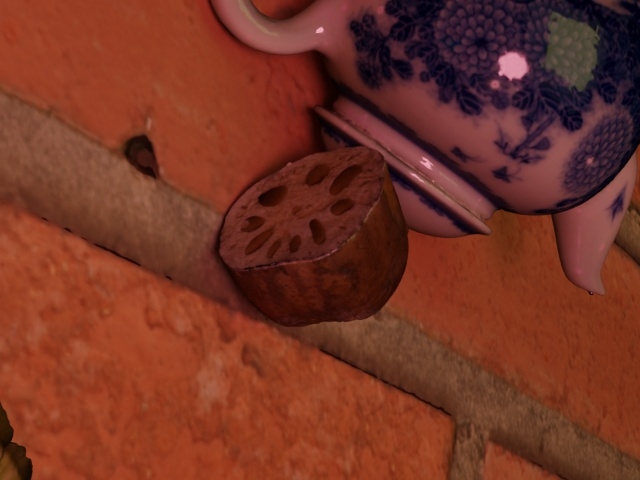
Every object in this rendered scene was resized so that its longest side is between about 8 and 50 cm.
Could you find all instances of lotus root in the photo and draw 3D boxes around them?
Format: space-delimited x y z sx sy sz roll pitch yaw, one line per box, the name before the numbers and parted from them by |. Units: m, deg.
lotus root | 0.001 -0.002 0.823 0.081 0.122 0.112 53 38 -39

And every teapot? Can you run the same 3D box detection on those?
teapot | 0.099 -0.105 0.904 0.424 0.252 0.280 36 93 -25

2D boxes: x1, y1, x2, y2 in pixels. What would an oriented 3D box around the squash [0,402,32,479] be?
squash | -0.213 0.083 0.422 0.220 0.220 0.133 50 44 -39
